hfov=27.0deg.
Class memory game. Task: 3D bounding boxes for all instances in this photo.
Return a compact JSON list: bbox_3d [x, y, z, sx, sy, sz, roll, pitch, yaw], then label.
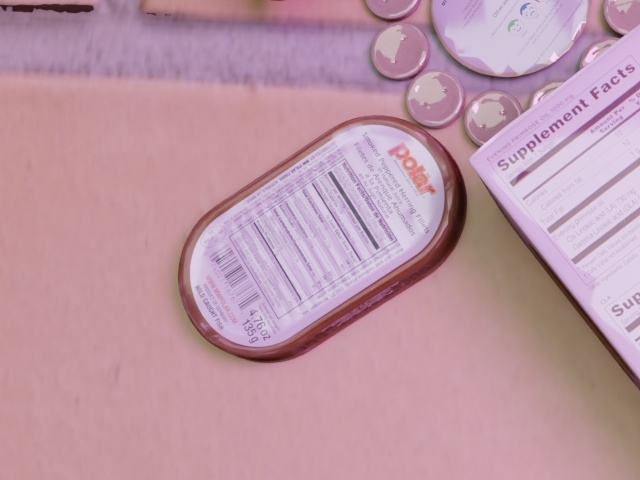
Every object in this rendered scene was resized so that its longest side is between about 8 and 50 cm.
[{"bbox_3d":[0.116,-0.145,0.816,0.186,0.012,0.186,-2,82,15],"label":"memory game"}]

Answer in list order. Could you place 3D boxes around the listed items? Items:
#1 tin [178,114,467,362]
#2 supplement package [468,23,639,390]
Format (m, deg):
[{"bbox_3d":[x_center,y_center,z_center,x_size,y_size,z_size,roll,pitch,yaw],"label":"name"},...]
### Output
[{"bbox_3d":[0.000,0.000,0.814,0.190,0.040,0.106,-34,80,8],"label":"tin"},{"bbox_3d":[0.209,0.021,0.703,0.134,0.139,0.244,-38,74,6],"label":"supplement package"}]
